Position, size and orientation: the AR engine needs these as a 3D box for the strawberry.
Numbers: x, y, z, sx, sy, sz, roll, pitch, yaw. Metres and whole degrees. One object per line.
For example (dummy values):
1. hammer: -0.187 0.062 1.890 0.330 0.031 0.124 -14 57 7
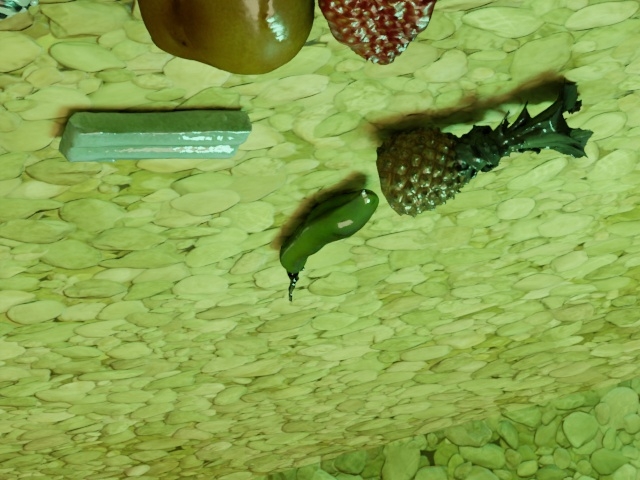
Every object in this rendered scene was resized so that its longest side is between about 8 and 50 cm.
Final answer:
1. strawberry: 0.046 -0.264 1.491 0.107 0.175 0.236 0 117 -14

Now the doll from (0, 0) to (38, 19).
1. doll: -0.350 -0.228 1.572 0.219 0.067 0.091 -23 159 34

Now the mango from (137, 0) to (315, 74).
1. mango: -0.080 -0.258 1.516 0.136 0.166 0.236 -47 147 -25

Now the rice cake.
1. rice cake: -0.201 -0.127 1.934 0.226 0.040 0.085 -2 157 -20

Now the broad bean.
1. broad bean: -0.001 -0.008 2.310 0.075 0.067 0.325 29 149 -12

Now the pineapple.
1. pineapple: 0.215 -0.115 2.061 0.277 0.119 0.130 -18 139 15
